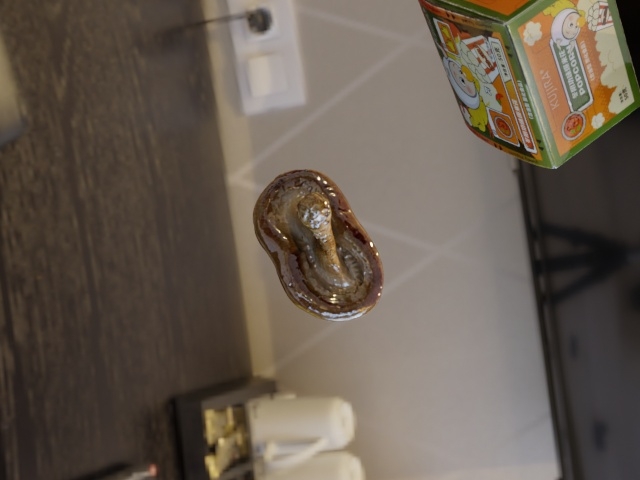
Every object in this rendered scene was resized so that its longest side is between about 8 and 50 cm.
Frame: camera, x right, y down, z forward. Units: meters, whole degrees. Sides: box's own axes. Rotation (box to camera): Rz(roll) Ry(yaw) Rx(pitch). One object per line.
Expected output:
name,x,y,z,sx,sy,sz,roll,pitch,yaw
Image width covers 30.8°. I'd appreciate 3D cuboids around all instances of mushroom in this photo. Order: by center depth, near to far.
mushroom,0.000,0.000,1.529,0.227,0.148,0.217,53,-7,5

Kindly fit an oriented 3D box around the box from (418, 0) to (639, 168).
box,0.228,-0.214,1.296,0.177,0.148,0.195,39,-20,52
